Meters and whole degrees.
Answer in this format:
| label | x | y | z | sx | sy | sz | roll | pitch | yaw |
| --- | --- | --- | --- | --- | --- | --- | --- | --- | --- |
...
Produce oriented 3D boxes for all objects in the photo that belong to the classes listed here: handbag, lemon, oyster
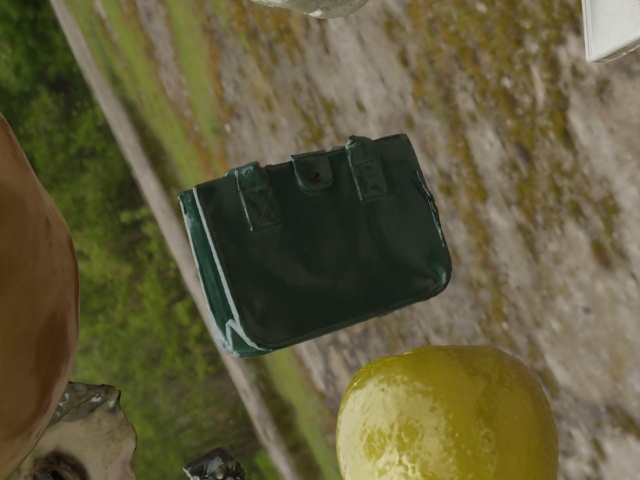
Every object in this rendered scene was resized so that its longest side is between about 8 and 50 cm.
| label | x | y | z | sx | sy | sz | roll | pitch | yaw |
| --- | --- | --- | --- | --- | --- | --- | --- | --- | --- |
| handbag | 0.001 | 0.001 | 1.476 | 0.089 | 0.326 | 0.239 | -19 | 88 | 62 |
| lemon | 0.136 | 0.237 | 1.223 | 0.240 | 0.240 | 0.219 | 98 | 167 | -66 |
| oyster | -0.274 | 0.234 | 1.127 | 0.083 | 0.222 | 0.214 | -14 | 74 | 43 |

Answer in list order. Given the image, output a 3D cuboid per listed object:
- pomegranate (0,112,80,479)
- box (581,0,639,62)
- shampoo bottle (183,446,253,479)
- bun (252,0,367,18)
| label | x | y | z | sx | sy | sz | roll | pitch | yaw |
| --- | --- | --- | --- | --- | --- | --- | --- | --- | --- |
| pomegranate | -0.346 | 0.052 | 0.741 | 0.412 | 0.411 | 0.411 | 58 | 165 | 26 |
| box | 0.292 | -0.237 | 1.051 | 0.198 | 0.029 | 0.109 | 159 | 107 | -76 |
| shampoo bottle | 0.000 | 0.284 | 0.953 | 0.309 | 0.071 | 0.098 | 43 | 174 | 31 |
| bun | -0.011 | -0.449 | 1.638 | 0.282 | 0.281 | 0.205 | 63 | 160 | 6 |
